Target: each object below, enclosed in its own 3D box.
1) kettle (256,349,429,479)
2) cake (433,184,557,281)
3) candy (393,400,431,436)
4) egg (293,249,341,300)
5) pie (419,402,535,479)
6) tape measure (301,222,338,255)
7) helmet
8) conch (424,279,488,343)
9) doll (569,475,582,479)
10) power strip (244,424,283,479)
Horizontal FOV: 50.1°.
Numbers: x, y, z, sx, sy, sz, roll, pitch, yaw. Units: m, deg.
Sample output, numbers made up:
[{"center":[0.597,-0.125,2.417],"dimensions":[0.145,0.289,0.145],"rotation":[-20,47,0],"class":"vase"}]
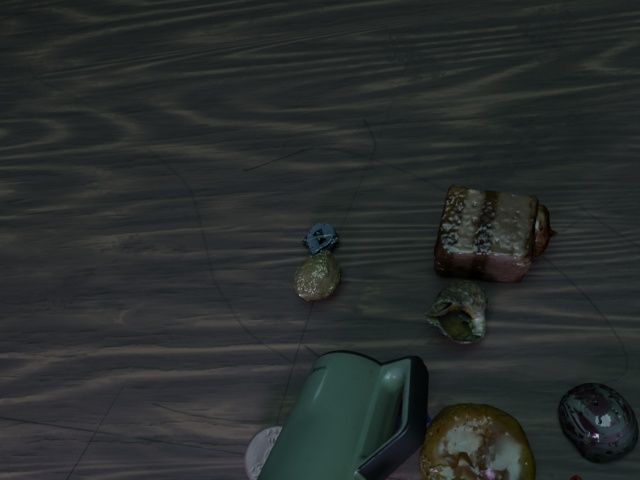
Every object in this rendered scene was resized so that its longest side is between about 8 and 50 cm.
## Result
[{"center":[0.064,0.417,1.424],"dimensions":[0.361,0.250,0.376],"rotation":[-32,21,39],"class":"kettle"},{"center":[0.440,-0.002,1.717],"dimensions":[0.293,0.196,0.199],"rotation":[8,64,11],"class":"cake"},{"center":[0.187,0.421,1.609],"dimensions":[0.136,0.038,0.088],"rotation":[-30,48,8],"class":"candy"},{"center":[-0.007,0.097,1.797],"dimensions":[0.140,0.116,0.118],"rotation":[-40,89,-11],"class":"egg"},{"center":[0.347,0.488,1.523],"dimensions":[0.273,0.069,0.273],"rotation":[-8,58,14],"class":"pie"},{"center":[0.001,-0.002,1.887],"dimensions":[0.094,0.054,0.091],"rotation":[-41,59,-2],"class":"tape measure"},{"center":[0.611,0.388,1.500],"dimensions":[0.153,0.107,0.177],"rotation":[-31,59,-3],"class":"helmet"},{"center":[0.336,0.177,1.659],"dimensions":[0.155,0.207,0.130],"rotation":[52,125,25],"class":"conch"},{"center":[0.486,0.629,1.348],"dimensions":[0.105,0.200,0.336],"rotation":[26,61,-8],"class":"doll"},{"center":[-0.100,0.515,1.599],"dimensions":[0.154,0.078,0.154],"rotation":[-5,60,9],"class":"power strip"}]
